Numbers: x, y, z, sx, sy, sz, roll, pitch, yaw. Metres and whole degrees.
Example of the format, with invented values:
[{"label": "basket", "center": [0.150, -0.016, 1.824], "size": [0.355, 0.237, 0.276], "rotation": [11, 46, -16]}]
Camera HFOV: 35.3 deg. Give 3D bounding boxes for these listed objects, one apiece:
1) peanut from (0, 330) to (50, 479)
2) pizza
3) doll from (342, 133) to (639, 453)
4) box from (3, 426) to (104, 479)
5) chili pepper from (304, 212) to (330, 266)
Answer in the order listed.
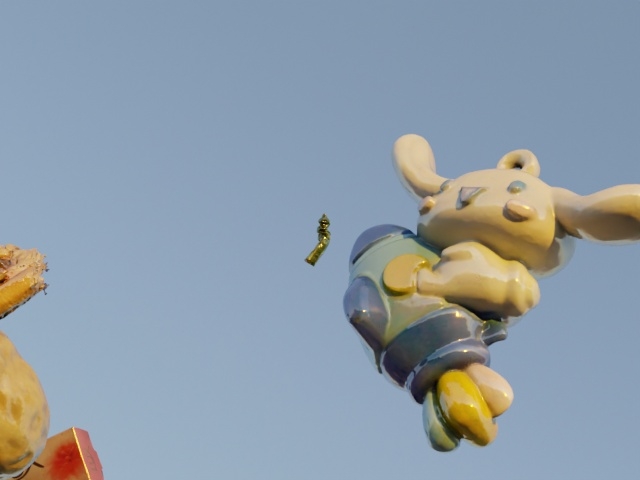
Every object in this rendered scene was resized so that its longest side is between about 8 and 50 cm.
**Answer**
[{"label": "peanut", "center": [-0.382, 0.130, 1.009], "size": [0.147, 0.147, 0.305], "rotation": [-12, -41, 23]}, {"label": "pizza", "center": [-0.425, 0.042, 1.282], "size": [0.147, 0.226, 0.069], "rotation": [-25, -62, 0]}, {"label": "doll", "center": [0.147, 0.040, 1.140], "size": [0.187, 0.366, 0.376], "rotation": [38, -14, -21]}, {"label": "box", "center": [-0.407, 0.358, 1.509], "size": [0.156, 0.111, 0.060], "rotation": [-26, -23, 1]}, {"label": "chili pepper", "center": [0.000, 0.000, 1.509], "size": [0.027, 0.083, 0.022], "rotation": [15, -13, 13]}]
